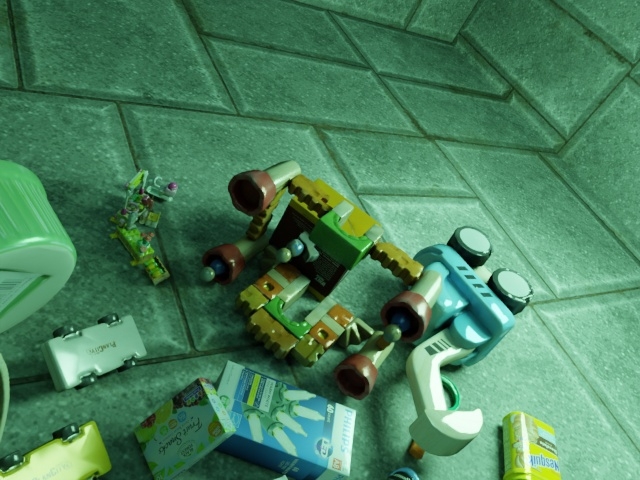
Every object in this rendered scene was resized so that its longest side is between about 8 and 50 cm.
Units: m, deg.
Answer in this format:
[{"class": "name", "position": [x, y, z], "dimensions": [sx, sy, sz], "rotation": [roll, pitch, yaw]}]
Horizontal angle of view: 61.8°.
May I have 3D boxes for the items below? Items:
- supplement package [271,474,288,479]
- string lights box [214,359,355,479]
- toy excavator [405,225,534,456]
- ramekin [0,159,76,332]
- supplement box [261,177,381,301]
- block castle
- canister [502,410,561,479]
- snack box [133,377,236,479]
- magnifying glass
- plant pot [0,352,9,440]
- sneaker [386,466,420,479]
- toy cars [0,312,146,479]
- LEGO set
[{"class": "supplement package", "position": [-0.094, 0.461, 0.697], "dimensions": [0.194, 0.149, 0.203], "rotation": [-4, 31, -35]}, {"class": "string lights box", "position": [-0.073, 0.329, 0.951], "dimensions": [0.259, 0.077, 0.133], "rotation": [24, 39, -9]}, {"class": "toy excavator", "position": [0.285, 0.214, 1.216], "dimensions": [0.445, 0.222, 0.433], "rotation": [-15, 55, -33]}, {"class": "ramekin", "position": [-0.528, 0.035, 0.803], "dimensions": [0.148, 0.303, 0.303], "rotation": [49, 42, 10]}, {"class": "supplement box", "position": [0.000, 0.000, 1.256], "dimensions": [0.191, 0.194, 0.129], "rotation": [38, 39, 7]}, {"class": "block castle", "position": [-0.018, 0.083, 1.072], "dimensions": [0.453, 0.303, 0.213], "rotation": [39, 40, 11]}, {"class": "canister", "position": [0.453, 0.468, 1.150], "dimensions": [0.126, 0.073, 0.170], "rotation": [28, 37, -5]}, {"class": "snack box", "position": [-0.216, 0.300, 0.846], "dimensions": [0.100, 0.141, 0.037], "rotation": [53, 7, 25]}, {"class": "magnifying glass", "position": [0.241, 0.375, 1.153], "dimensions": [0.092, 0.026, 0.231], "rotation": [37, 37, 7]}, {"class": "plant pot", "position": [-0.578, 0.234, 0.567], "dimensions": [0.305, 0.334, 0.334], "rotation": [15, 40, -3]}, {"class": "sneaker", "position": [0.169, 0.503, 0.946], "dimensions": [0.078, 0.067, 0.188], "rotation": [-17, 58, -18]}, {"class": "toy cars", "position": [-0.388, 0.258, 0.810], "dimensions": [0.176, 0.087, 0.394], "rotation": [51, 25, -34]}, {"class": "LEGO set", "position": [-0.373, -0.050, 1.137], "dimensions": [0.132, 0.107, 0.287], "rotation": [12, 43, -23]}]
